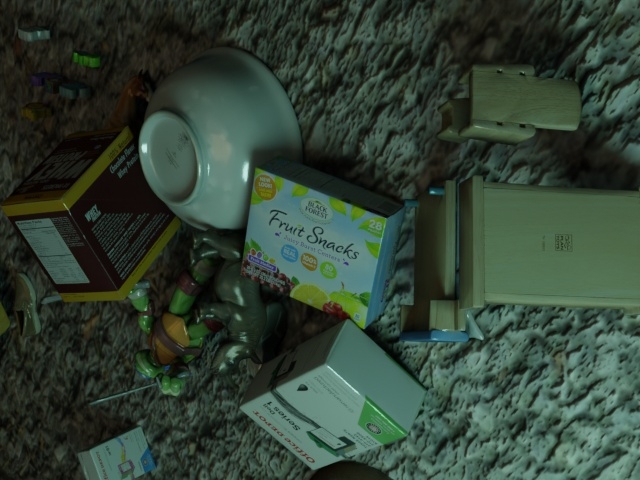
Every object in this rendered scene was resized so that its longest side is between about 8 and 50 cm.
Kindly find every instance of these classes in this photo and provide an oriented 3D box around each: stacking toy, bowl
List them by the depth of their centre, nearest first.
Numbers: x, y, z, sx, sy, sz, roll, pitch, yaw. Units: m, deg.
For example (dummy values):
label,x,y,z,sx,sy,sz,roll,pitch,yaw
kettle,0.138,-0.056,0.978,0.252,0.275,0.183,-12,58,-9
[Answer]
label,x,y,z,sx,sy,sz,roll,pitch,yaw
bowl,-0.175,-0.133,1.476,0.297,0.134,0.298,18,117,39
stacking toy,-0.458,-0.275,1.767,0.221,0.052,0.167,26,123,34

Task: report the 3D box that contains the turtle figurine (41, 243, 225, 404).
label,x,y,z,sx,sy,sz,roll,pitch,yaw
turtle figurine,-0.252,0.133,1.572,0.266,0.274,0.198,-44,38,21

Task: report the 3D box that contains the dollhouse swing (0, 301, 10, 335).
label,x,y,z,sx,sy,sz,roll,pitch,yaw
dollhouse swing,-0.840,0.141,2.277,0.315,0.305,0.347,-43,67,0

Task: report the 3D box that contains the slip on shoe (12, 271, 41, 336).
label,x,y,z,sx,sy,sz,roll,pitch,yaw
slip on shoe,-0.621,0.135,2.071,0.051,0.041,0.135,4,107,44

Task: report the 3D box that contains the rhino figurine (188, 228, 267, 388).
label,x,y,z,sx,sy,sz,roll,pitch,yaw
rhino figurine,-0.133,0.101,1.474,0.073,0.106,0.243,-175,80,-73

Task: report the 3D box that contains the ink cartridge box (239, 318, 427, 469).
label,x,y,z,sx,sy,sz,roll,pitch,yaw
ink cartridge box,0.013,0.223,1.403,0.160,0.093,0.219,42,137,-13

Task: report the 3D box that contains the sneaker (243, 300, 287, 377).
label,x,y,z,sx,sy,sz,roll,pitch,yaw
sneaker,-0.094,0.154,1.554,0.061,0.053,0.152,37,128,33

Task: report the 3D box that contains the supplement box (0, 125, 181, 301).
label,x,y,z,sx,sy,sz,roll,pitch,yaw
supplement box,-0.348,-0.040,1.538,0.129,0.191,0.194,-4,127,31

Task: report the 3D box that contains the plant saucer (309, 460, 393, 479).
label,x,y,z,sx,sy,sz,roll,pitch,yaw
plant saucer,0.067,0.493,1.520,0.310,0.050,0.311,16,115,39

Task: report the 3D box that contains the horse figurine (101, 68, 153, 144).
label,x,y,z,sx,sy,sz,roll,pitch,yaw
horse figurine,-0.337,-0.144,1.675,0.263,0.066,0.175,-40,71,47

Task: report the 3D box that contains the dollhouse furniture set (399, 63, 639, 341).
label,x,y,z,sx,sy,sz,roll,pitch,yaw
dollhouse furniture set,0.221,-0.022,1.176,0.303,0.198,0.287,146,126,-76

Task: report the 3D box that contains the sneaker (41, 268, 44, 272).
label,x,y,z,sx,sy,sz,roll,pitch,yaw
sneaker,-0.544,0.010,1.955,0.058,0.052,0.135,-30,75,56

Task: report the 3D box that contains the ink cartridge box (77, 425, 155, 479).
label,x,y,z,sx,sy,sz,roll,pitch,yaw
ink cartridge box,-0.386,0.417,1.881,0.052,0.122,0.089,-21,89,46

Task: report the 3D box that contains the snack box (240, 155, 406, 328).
label,x,y,z,sx,sy,sz,roll,pitch,yaw
snack box,0.000,0.000,1.369,0.207,0.070,0.175,22,119,21
